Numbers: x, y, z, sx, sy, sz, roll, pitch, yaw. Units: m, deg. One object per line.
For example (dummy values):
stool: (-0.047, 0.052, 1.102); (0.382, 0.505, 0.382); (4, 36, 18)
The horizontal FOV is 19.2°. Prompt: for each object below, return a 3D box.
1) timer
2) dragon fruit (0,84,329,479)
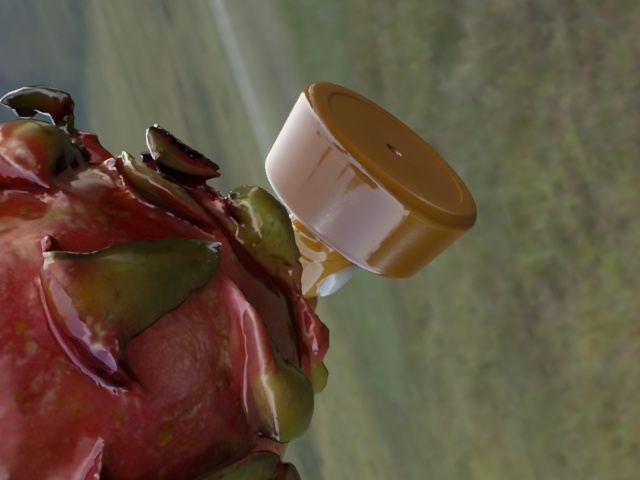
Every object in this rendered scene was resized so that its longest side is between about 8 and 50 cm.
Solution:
timer: (0.000, 0.000, 1.158); (0.132, 0.152, 0.132); (35, -161, -14)
dragon fruit: (-0.145, 0.069, 0.816); (0.243, 0.307, 0.227); (-97, 19, -56)
